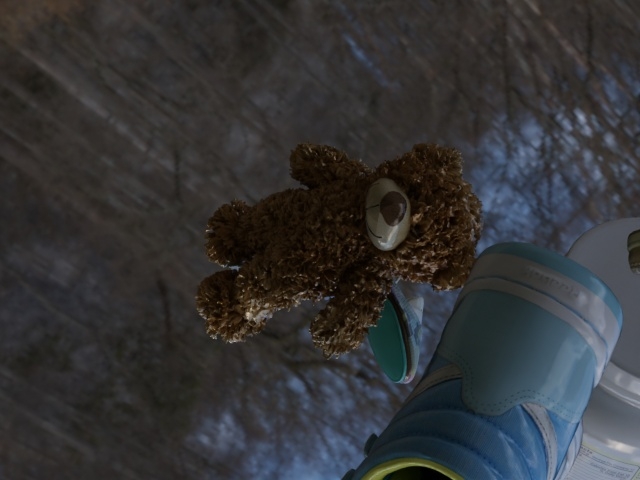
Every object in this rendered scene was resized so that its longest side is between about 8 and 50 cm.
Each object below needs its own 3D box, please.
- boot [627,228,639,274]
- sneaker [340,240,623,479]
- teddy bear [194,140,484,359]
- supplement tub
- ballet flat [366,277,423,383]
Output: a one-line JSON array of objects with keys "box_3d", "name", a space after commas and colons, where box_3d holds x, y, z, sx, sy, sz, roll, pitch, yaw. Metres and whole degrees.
[{"box_3d": [0.283, 0.075, 0.769, 0.213, 0.077, 0.165, 8, -90, 39], "name": "boot"}, {"box_3d": [0.087, 0.158, 0.802, 0.127, 0.319, 0.208, 24, -119, 18], "name": "sneaker"}, {"box_3d": [0.000, 0.000, 1.291, 0.338, 0.113, 0.245, 3, -119, 40], "name": "teddy bear"}, {"box_3d": [0.290, 0.155, 1.243, 0.325, 0.235, 0.235, 104, -9, -50], "name": "supplement tub"}, {"box_3d": [0.077, 0.063, 1.502, 0.077, 0.079, 0.221, -39, -105, 49], "name": "ballet flat"}]
